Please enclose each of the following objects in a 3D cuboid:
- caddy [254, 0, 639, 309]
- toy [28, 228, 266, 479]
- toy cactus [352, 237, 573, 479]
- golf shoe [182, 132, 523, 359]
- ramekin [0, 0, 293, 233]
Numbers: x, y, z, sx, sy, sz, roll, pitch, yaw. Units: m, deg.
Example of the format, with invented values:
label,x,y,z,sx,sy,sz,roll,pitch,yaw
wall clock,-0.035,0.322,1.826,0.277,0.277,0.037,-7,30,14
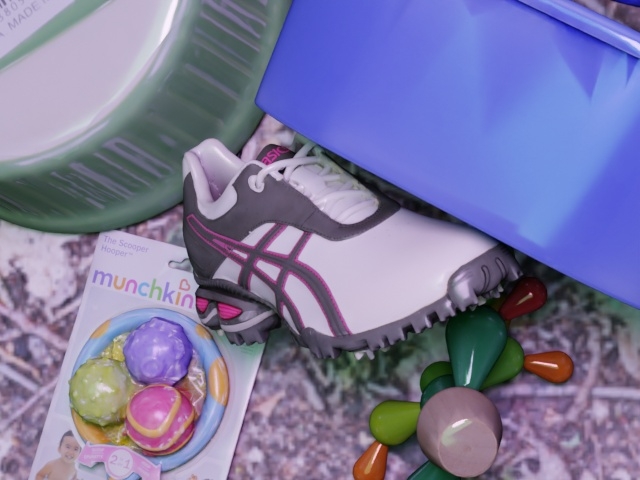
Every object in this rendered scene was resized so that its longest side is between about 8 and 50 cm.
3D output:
label,x,y,z,sx,sy,sz,roll,pitch,yaw
caddy,0.131,-0.093,1.080,0.341,0.241,0.179,28,96,16
toy,-0.123,0.118,1.220,0.136,0.056,0.237,14,87,15
toy cactus,0.087,0.112,1.106,0.112,0.180,0.219,26,96,-3
golf shoe,0.000,0.000,1.096,0.273,0.105,0.120,1,114,51
ramekin,-0.183,-0.164,1.219,0.303,0.148,0.303,-2,82,15
